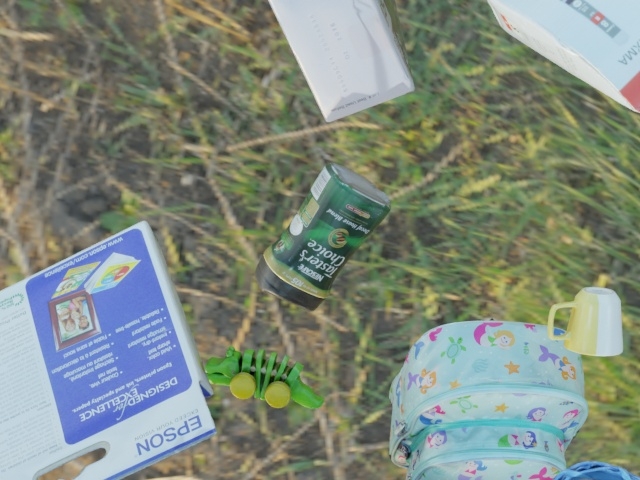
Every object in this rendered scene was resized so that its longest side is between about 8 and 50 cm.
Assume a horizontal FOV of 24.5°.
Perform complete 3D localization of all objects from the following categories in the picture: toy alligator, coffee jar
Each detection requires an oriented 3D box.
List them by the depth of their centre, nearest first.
[{"bbox_3d":[-0.085,0.140,1.626,0.189,0.056,0.051,14,107,5],"label":"toy alligator"},{"bbox_3d":[0.000,0.000,1.852,0.184,0.096,0.079,-55,31,17],"label":"coffee jar"}]

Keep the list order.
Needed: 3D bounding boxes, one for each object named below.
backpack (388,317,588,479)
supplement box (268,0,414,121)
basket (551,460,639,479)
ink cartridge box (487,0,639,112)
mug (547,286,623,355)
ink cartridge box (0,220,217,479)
[{"bbox_3d":[0.197,0.200,1.723,0.225,0.253,0.191,4,54,-7],"label":"backpack"},{"bbox_3d":[0.006,-0.210,1.108,0.073,0.130,0.239,-20,36,10],"label":"supplement box"},{"bbox_3d":[0.192,0.260,0.930,0.201,0.289,0.255,30,55,7],"label":"basket"},{"bbox_3d":[0.203,-0.145,0.846,0.145,0.045,0.179,-44,47,-6],"label":"ink cartridge box"},{"bbox_3d":[0.286,0.085,1.554,0.062,0.078,0.064,15,106,43],"label":"mug"},{"bbox_3d":[-0.272,0.161,1.548,0.303,0.072,0.307,-25,51,2],"label":"ink cartridge box"}]
